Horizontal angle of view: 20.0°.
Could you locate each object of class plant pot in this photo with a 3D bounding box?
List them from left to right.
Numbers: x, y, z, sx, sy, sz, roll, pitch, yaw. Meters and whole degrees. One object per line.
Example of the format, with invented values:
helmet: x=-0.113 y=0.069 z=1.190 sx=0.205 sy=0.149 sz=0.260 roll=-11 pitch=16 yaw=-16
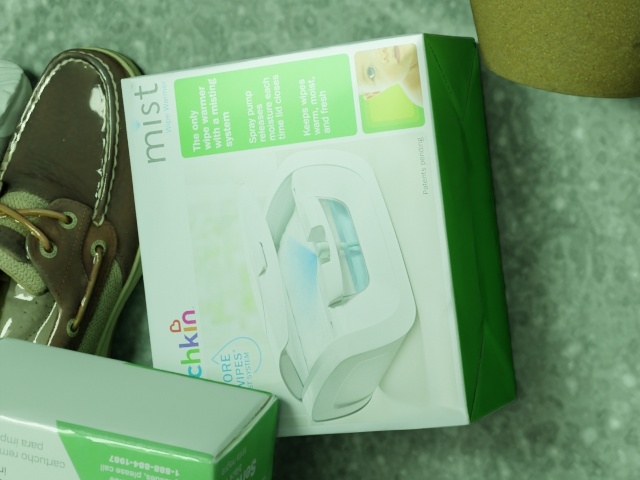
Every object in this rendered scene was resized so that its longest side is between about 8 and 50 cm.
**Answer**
plant pot: x=0.176 y=-0.228 z=1.147 sx=0.237 sy=0.237 sz=0.254 roll=16 pitch=112 yaw=22

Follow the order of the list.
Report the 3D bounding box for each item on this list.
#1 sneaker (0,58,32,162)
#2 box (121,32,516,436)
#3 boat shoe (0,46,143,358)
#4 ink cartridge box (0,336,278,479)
sneaker: x=-0.293 y=-0.034 z=1.413 sx=0.090 sy=0.115 sz=0.232 roll=28 pitch=80 yaw=35
box: x=0.000 y=0.000 z=1.269 sx=0.231 sy=0.127 sz=0.262 roll=-5 pitch=91 yaw=22
boat shoe: x=-0.210 y=0.016 z=1.344 sx=0.123 sy=0.123 sz=0.342 roll=13 pitch=86 yaw=23
ink cartridge box: x=-0.153 y=0.234 z=1.233 sx=0.211 sy=0.121 sz=0.289 roll=10 pitch=111 yaw=15
